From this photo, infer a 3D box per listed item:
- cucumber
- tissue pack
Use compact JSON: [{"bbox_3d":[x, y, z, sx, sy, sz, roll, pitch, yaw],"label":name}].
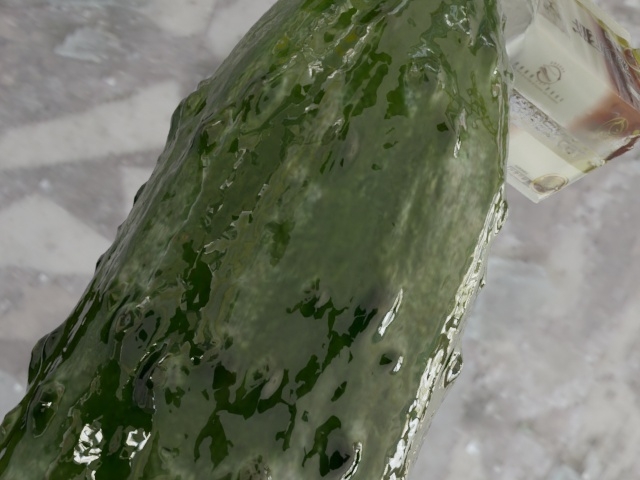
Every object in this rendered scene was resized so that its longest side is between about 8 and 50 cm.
[{"bbox_3d":[-0.002,-0.001,0.558,0.134,0.134,0.244,29,86,-33],"label":"cucumber"},{"bbox_3d":[0.125,-0.106,1.117,0.106,0.099,0.148,-33,138,27],"label":"tissue pack"}]
